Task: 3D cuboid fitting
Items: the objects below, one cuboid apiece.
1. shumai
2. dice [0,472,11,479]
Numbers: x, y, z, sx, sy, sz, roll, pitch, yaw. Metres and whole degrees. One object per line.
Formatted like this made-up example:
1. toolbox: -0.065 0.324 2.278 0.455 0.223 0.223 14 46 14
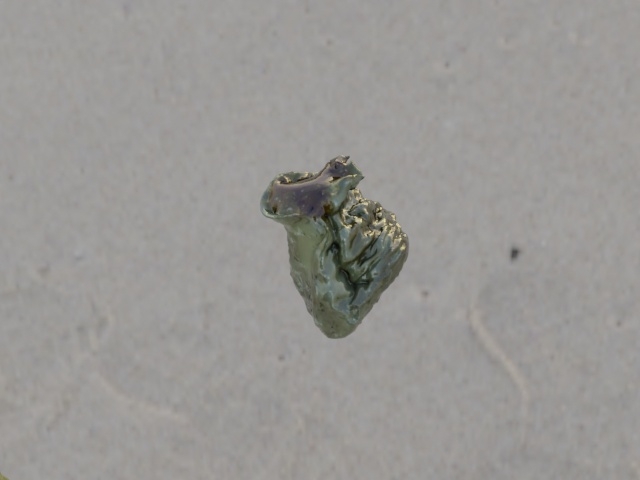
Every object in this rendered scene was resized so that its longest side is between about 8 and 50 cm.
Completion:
1. shumai: 0.000 0.000 0.913 0.080 0.082 0.083 35 61 -12
2. dice: -0.156 0.237 0.650 0.226 0.238 0.233 -33 46 2
